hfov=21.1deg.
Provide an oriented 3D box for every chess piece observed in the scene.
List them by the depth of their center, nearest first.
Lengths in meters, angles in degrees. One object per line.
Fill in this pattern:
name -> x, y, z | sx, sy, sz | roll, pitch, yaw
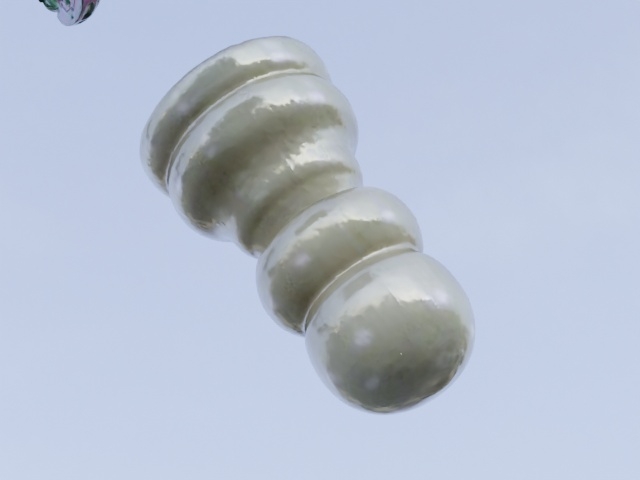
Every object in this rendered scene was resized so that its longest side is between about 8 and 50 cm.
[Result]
chess piece -> 0.000, 0.000, 1.290 | 0.167, 0.299, 0.167 | -25, -33, -17

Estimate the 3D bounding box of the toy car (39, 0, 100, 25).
toy car -> -0.201, -0.241, 1.366 | 0.055, 0.142, 0.069 | -12, -5, -31
